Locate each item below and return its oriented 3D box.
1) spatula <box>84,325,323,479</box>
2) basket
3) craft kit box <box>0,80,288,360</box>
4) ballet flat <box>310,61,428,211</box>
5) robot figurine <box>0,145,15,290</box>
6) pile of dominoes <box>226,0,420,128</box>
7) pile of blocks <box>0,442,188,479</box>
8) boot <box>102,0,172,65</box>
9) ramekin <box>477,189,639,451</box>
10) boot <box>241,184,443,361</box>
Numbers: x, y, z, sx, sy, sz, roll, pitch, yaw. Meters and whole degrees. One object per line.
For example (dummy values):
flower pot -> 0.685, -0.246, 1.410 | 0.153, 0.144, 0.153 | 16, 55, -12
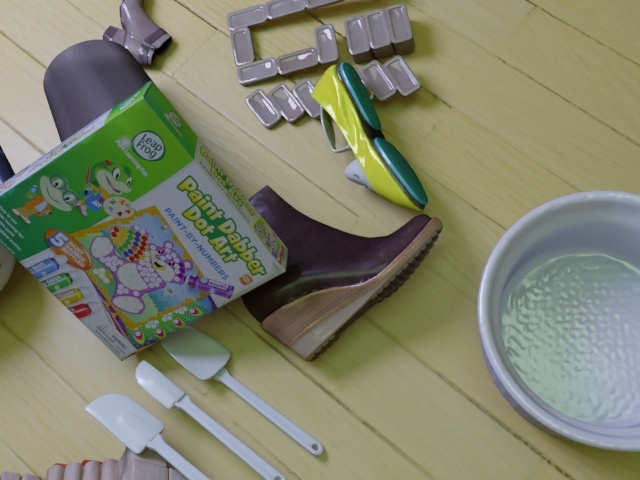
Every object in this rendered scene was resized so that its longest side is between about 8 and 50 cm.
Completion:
spatula -> -0.123, 0.209, 0.864 | 0.242, 0.019, 0.168 | 34, 46, 15
basket -> -0.256, -0.133, 0.957 | 0.154, 0.204, 0.226 | -8, 54, -38
craft kit box -> -0.206, -0.009, 0.840 | 0.247, 0.250, 0.061 | -31, 26, 15
ballet flat -> 0.055, -0.119, 0.957 | 0.077, 0.077, 0.230 | -35, 71, 24
robot figurine -> -0.497, -0.033, 0.939 | 0.174, 0.209, 0.278 | -15, 62, -45
pile of dominoes -> 0.005, -0.258, 1.049 | 0.251, 0.040, 0.195 | -13, 74, 9
pile of blocks -> -0.311, 0.319, 0.846 | 0.363, 0.148, 0.112 | -11, 27, -8
boot -> -0.253, -0.306, 1.081 | 0.087, 0.042, 0.118 | 25, 76, 7
ramekin -> 0.308, 0.096, 0.834 | 0.277, 0.135, 0.277 | -2, 70, 5
boot -> 0.000, 0.000, 0.919 | 0.248, 0.090, 0.207 | -41, 74, -5
